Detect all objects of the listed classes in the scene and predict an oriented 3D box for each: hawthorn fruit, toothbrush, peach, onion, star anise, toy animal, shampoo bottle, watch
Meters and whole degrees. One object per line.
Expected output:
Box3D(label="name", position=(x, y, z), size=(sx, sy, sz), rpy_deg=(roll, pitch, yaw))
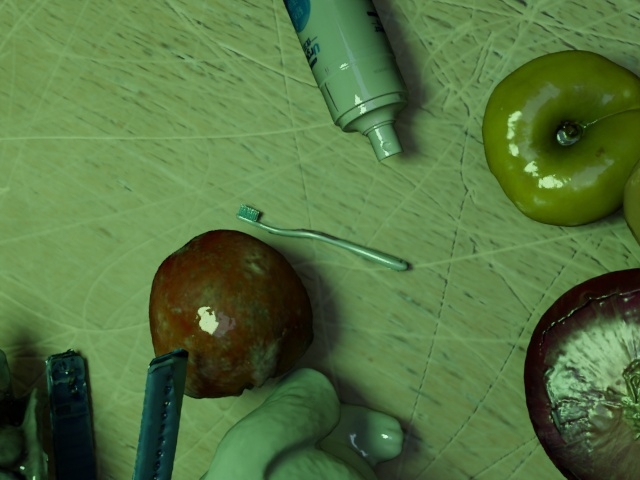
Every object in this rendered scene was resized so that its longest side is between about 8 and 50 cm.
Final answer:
Box3D(label="hawthorn fruit", position=(-0.097, 0.075, 0.815), size=(0.173, 0.173, 0.172), rpy_deg=(-1, 86, 10))
Box3D(label="toothbrush", position=(0.000, 0.000, 0.878), size=(0.204, 0.017, 0.022), rpy_deg=(19, 109, 11))
Box3D(label="peach", position=(0.253, -0.103, 0.796), size=(0.179, 0.103, 0.179), rpy_deg=(-1, 86, 7))
Box3D(label="onion", position=(0.313, 0.148, 0.743), size=(0.248, 0.161, 0.247), rpy_deg=(-3, 77, 14))
Box3D(label="star anise", position=(-0.362, 0.240, 0.853), size=(0.316, 0.139, 0.359), rpy_deg=(11, 109, 49))
Box3D(label="toy animal", position=(-0.040, 0.267, 0.744), size=(0.206, 0.265, 0.271), rpy_deg=(15, 91, 12))
Box3D(label="shampoo bottle", position=(0.019, -0.227, 0.851), size=(0.092, 0.092, 0.303), rpy_deg=(-22, 84, 8))
Box3D(label="watch", position=(-0.199, 0.247, 0.799), size=(0.276, 0.068, 0.274), rpy_deg=(-10, 82, 52))

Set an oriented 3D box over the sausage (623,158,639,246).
Box3D(label="sausage", position=(0.353, -0.028, 0.711), size=(0.136, 0.241, 0.120), rpy_deg=(42, 116, 23))
